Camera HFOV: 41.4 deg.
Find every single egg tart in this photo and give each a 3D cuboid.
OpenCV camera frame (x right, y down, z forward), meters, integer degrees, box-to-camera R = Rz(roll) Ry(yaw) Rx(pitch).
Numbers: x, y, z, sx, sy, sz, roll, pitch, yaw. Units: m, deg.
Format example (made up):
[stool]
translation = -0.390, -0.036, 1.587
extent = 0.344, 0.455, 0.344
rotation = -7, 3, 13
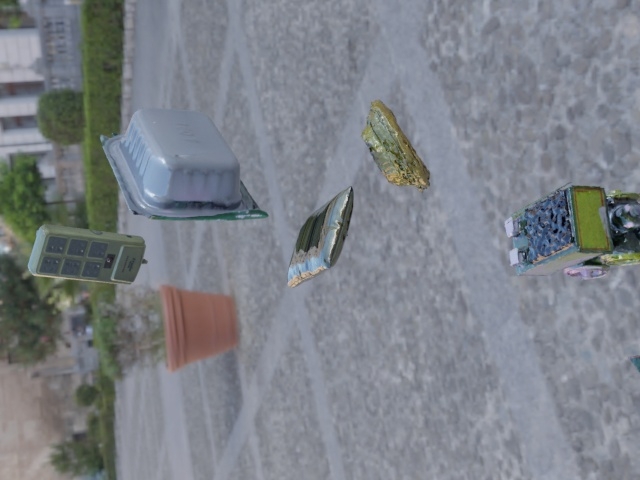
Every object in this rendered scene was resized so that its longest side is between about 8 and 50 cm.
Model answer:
[egg tart]
translation = 0.089, -0.108, 1.027
extent = 0.130, 0.052, 0.130
rotation = 57, -174, -10

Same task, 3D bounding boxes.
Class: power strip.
[power strip]
translation = -0.319, 0.022, 1.192
extent = 0.028, 0.169, 0.076
rotation = 43, 117, 48

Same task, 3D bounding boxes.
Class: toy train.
[toy train]
translation = 0.450, -0.009, 1.472
extent = 0.261, 0.177, 0.134
rotation = 140, 128, -68

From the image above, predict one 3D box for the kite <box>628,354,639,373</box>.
[kite]
translation = 0.342, 0.140, 0.657
extent = 0.321, 0.016, 0.234
rotation = 136, 134, -71

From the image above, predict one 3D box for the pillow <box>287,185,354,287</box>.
[pillow]
translation = 0.000, 0.000, 1.136
extent = 0.203, 0.038, 0.113
rotation = 150, 136, -72

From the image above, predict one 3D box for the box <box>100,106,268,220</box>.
[box]
translation = -0.269, -0.165, 1.666
extent = 0.336, 0.264, 0.106
rotation = 55, 136, 46
